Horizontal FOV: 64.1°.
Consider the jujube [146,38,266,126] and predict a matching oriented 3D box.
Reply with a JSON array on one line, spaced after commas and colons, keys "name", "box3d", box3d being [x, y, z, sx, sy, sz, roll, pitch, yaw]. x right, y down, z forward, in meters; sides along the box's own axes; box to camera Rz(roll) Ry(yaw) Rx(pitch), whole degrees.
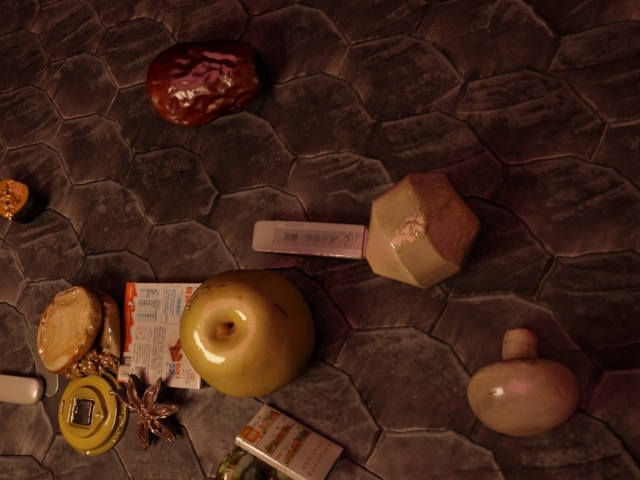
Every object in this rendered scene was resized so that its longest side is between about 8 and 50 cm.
[{"name": "jujube", "box3d": [-0.310, -0.431, 1.383, 0.318, 0.223, 0.223, -10, 77, 10]}]

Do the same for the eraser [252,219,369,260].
[{"name": "eraser", "box3d": [0.000, 0.000, 1.260, 0.352, 0.061, 0.089, 3, 81, 21]}]

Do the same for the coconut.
[{"name": "coconut", "box3d": [0.207, -0.016, 1.099, 0.259, 0.259, 0.259, -4, 79, 19]}]

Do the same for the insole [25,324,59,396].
[{"name": "insole", "box3d": [-0.827, 0.354, 1.519, 0.080, 0.003, 0.232, -35, 71, 11]}]

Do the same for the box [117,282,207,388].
[{"name": "box", "box3d": [-0.413, 0.249, 1.367, 0.265, 0.048, 0.273, 0, 79, 21]}]

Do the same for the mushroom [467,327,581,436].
[{"name": "mushroom", "box3d": [0.391, 0.277, 0.997, 0.206, 0.206, 0.209, -7, 78, 18]}]

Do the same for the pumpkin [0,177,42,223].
[{"name": "pumpkin", "box3d": [-0.933, -0.114, 1.589, 0.184, 0.108, 0.119, 24, 82, 29]}]

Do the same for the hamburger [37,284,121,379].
[{"name": "hamburger", "box3d": [-0.647, 0.249, 1.391, 0.286, 0.146, 0.243, 34, 99, 34]}]

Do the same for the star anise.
[{"name": "star anise", "box3d": [-0.430, 0.428, 1.312, 0.172, 0.063, 0.208, -36, 86, 19]}]

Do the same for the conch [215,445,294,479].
[{"name": "conch", "box3d": [-0.146, 0.550, 1.182, 0.187, 0.124, 0.181, -26, 61, -11]}]

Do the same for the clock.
[{"name": "clock", "box3d": [-0.638, 0.471, 1.403, 0.237, 0.057, 0.237, -4, 78, 20]}]

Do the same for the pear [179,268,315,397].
[{"name": "pear", "box3d": [-0.165, 0.205, 1.160, 0.309, 0.309, 0.309, -4, 79, 19]}]

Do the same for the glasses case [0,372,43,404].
[{"name": "glasses case", "box3d": [-0.901, 0.435, 1.504, 0.204, 0.051, 0.081, 2, 82, 20]}]

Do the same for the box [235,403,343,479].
[{"name": "box", "box3d": [-0.071, 0.471, 1.170, 0.220, 0.122, 0.032, 22, 125, 21]}]
